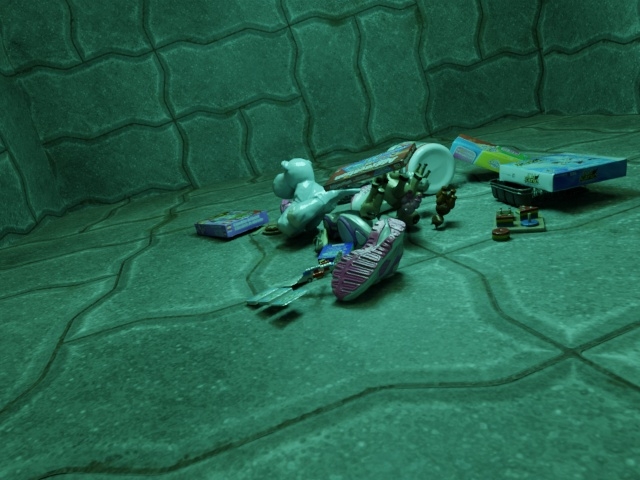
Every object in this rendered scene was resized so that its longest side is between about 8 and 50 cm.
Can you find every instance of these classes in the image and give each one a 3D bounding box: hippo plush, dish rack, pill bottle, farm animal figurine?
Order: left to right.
[{"bbox_3d":[-0.076,-0.169,1.497,0.294,0.236,0.234,-39,-11,37],"label":"hippo plush"},{"bbox_3d":[0.250,-0.134,1.394,0.331,0.172,0.326,5,36,-21],"label":"farm animal figurine"},{"bbox_3d":[0.421,-0.333,1.905,0.210,0.210,0.363,-14,18,-9],"label":"pill bottle"},{"bbox_3d":[0.746,-0.181,1.458,0.272,0.074,0.208,-12,19,-6],"label":"dish rack"}]

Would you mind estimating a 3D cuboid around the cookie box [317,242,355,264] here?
[{"bbox_3d":[0.049,0.045,1.234,0.092,0.040,0.107,-7,18,15],"label":"cookie box"}]

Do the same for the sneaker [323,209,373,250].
[{"bbox_3d":[0.117,-0.054,1.375,0.152,0.114,0.305,-17,18,-16],"label":"sneaker"}]

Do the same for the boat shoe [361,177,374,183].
[{"bbox_3d":[0.258,-0.289,2.133,0.153,0.048,0.056,-24,22,-35],"label":"boat shoe"}]

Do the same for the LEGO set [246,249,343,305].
[{"bbox_3d":[-0.052,0.090,1.075,0.244,0.060,0.183,-26,10,-35],"label":"LEGO set"}]

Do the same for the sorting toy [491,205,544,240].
[{"bbox_3d":[0.579,-0.068,1.256,0.133,0.046,0.274,-2,19,25],"label":"sorting toy"}]

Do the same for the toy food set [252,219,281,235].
[{"bbox_3d":[-0.173,-0.060,1.699,0.192,0.038,0.132,-4,19,22],"label":"toy food set"}]

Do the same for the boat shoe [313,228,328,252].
[{"bbox_3d":[0.000,0.000,1.379,0.049,0.056,0.152,-6,18,-1],"label":"boat shoe"}]

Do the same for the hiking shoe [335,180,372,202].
[{"bbox_3d":[0.131,-0.218,1.967,0.227,0.086,0.114,-11,3,-19],"label":"hiking shoe"}]

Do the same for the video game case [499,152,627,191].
[{"bbox_3d":[0.773,-0.228,1.384,0.270,0.061,0.244,-12,18,-12],"label":"video game case"}]

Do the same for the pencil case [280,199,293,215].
[{"bbox_3d":[-0.071,-0.154,1.849,0.210,0.095,0.098,-10,53,-4],"label":"pencil case"}]

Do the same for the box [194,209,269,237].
[{"bbox_3d":[-0.383,-0.076,1.823,0.201,0.057,0.293,-25,19,-36],"label":"box"}]

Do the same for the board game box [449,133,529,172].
[{"bbox_3d":[0.730,-0.365,1.844,0.317,0.064,0.242,23,28,15],"label":"board game box"}]

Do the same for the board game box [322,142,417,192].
[{"bbox_3d":[0.151,-0.228,1.339,0.282,0.027,0.145,-13,26,34],"label":"board game box"}]

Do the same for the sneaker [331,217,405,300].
[{"bbox_3d":[0.130,0.064,1.042,0.252,0.111,0.103,-43,44,-21],"label":"sneaker"}]

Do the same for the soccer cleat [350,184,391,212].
[{"bbox_3d":[0.247,-0.170,1.658,0.143,0.115,0.331,4,22,40],"label":"soccer cleat"}]
